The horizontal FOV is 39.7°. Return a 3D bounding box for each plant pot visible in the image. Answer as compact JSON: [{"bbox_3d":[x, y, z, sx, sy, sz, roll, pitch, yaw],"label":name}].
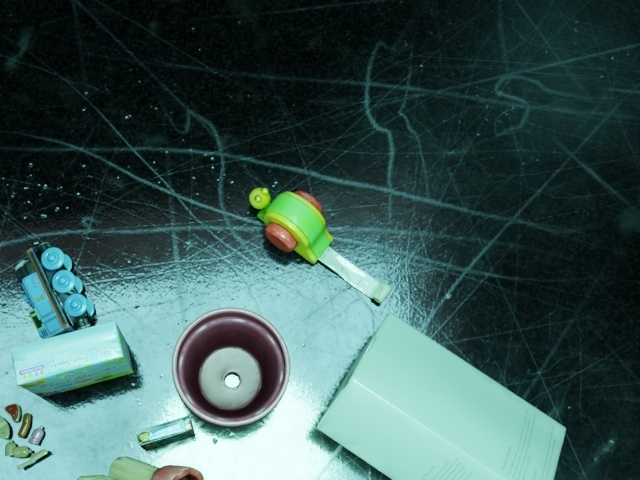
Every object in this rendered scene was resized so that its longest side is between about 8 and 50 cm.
[{"bbox_3d":[-0.158,0.233,1.560,0.201,0.180,0.202,2,73,-7],"label":"plant pot"}]

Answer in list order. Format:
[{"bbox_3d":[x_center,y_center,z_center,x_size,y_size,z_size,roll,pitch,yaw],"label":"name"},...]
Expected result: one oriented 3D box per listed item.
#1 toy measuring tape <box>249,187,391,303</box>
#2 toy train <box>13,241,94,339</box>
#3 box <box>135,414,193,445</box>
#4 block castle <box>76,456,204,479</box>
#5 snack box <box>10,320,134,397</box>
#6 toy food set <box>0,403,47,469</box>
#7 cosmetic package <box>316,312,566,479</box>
[{"bbox_3d":[0.000,0.000,1.683,0.330,0.121,0.121,37,73,5],"label":"toy measuring tape"},{"bbox_3d":[-0.490,0.095,1.619,0.105,0.080,0.184,-28,79,-8],"label":"toy train"},{"bbox_3d":[-0.267,0.336,1.539,0.093,0.137,0.027,-15,75,-10],"label":"box"},{"bbox_3d":[-0.323,0.554,1.291,0.453,0.212,0.303,-38,123,-44],"label":"block castle"},{"bbox_3d":[-0.420,0.208,1.523,0.174,0.207,0.070,-15,75,-10],"label":"snack box"},{"bbox_3d":[-0.533,0.341,1.571,0.077,0.019,0.122,-29,71,-14],"label":"toy food set"},{"bbox_3d":[0.214,0.327,1.545,0.385,0.156,0.217,33,36,6],"label":"cosmetic package"}]
